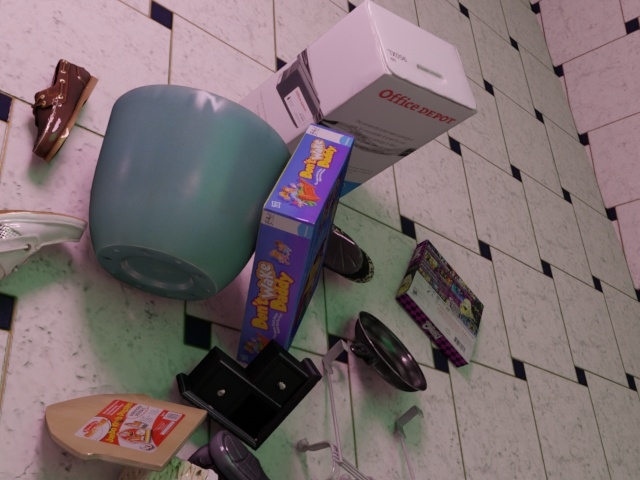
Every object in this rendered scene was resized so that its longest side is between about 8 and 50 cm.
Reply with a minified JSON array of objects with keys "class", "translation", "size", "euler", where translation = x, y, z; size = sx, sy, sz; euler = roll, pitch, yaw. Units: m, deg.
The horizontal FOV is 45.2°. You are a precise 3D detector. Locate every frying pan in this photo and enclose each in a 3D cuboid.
[{"class":"frying pan","translation":[0.125,0.233,1.442],"size":[0.197,0.053,0.326],"euler":[47,13,-2]}]

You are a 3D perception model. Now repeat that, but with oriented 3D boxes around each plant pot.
[{"class":"plant pot","translation":[-0.212,-0.051,1.158],"size":[0.293,0.293,0.235],"euler":[32,58,-32]}]

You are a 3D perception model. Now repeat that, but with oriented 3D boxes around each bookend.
[{"class":"bookend","translation":[-0.110,0.211,1.185],"size":[0.156,0.157,0.072],"euler":[43,-1,-21]}]

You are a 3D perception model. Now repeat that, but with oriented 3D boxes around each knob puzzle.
[{"class":"knob puzzle","translation":[-0.268,0.249,1.004],"size":[0.213,0.213,0.030],"euler":[-6,109,-50]}]

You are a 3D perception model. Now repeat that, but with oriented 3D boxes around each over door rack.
[{"class":"over door rack","translation":[0.078,0.371,1.358],"size":[0.239,0.108,0.324],"euler":[43,26,-21]}]

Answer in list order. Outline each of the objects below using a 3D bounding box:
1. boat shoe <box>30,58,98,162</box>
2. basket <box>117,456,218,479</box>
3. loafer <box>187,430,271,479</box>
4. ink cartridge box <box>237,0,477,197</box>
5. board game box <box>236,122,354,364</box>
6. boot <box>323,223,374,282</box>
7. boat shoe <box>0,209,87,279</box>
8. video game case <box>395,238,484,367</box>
[{"class":"boat shoe","translation":[-0.413,-0.205,1.197],"size":[0.073,0.073,0.207],"euler":[35,36,-27]},{"class":"basket","translation":[-0.219,0.370,0.998],"size":[0.103,0.113,0.167],"euler":[36,42,-22]},{"class":"loafer","translation":[-0.091,0.417,1.150],"size":[0.302,0.095,0.109],"euler":[53,7,-15]},{"class":"ink cartridge box","translation":[0.057,-0.250,1.493],"size":[0.285,0.395,0.166],"euler":[9,60,-46]},{"class":"board game box","translation":[-0.043,0.018,1.255],"size":[0.078,0.347,0.233],"euler":[19,42,5]},{"class":"boot","translation":[0.000,0.002,1.517],"size":[0.236,0.085,0.178],"euler":[36,-1,20]},{"class":"boat shoe","translation":[-0.436,0.006,1.020],"size":[0.277,0.098,0.096],"euler":[-2,91,-53]},{"class":"video game case","translation":[0.282,0.143,1.778],"size":[0.232,0.042,0.210],"euler":[48,39,-15]}]
